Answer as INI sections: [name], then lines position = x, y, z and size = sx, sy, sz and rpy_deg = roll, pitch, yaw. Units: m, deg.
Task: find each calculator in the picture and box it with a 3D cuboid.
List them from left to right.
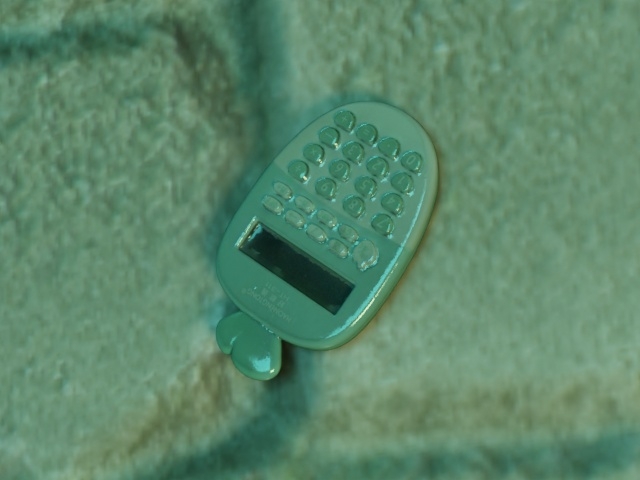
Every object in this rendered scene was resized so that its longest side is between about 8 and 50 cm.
[calculator]
position = 0.000, 0.000, 0.898
size = 0.095, 0.021, 0.153
rpy_deg = 33, 92, 28
